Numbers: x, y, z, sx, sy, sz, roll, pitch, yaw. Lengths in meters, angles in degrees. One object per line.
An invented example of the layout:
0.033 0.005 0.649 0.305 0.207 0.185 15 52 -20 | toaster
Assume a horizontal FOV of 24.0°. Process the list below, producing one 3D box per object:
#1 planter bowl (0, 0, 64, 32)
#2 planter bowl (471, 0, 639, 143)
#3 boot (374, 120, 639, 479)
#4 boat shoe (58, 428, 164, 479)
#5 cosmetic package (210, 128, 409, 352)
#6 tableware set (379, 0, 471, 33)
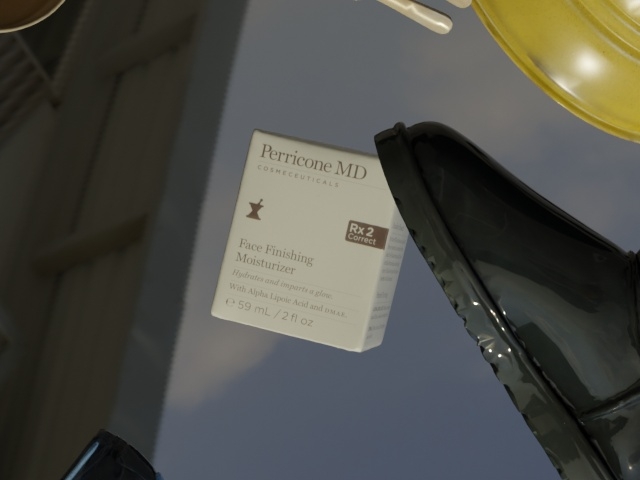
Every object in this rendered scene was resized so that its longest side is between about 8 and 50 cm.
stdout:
-0.265 -0.222 1.083 0.109 0.162 0.162 -4 -146 51 | planter bowl
0.164 -0.162 0.732 0.090 0.217 0.217 -35 -168 48 | planter bowl
0.170 0.002 0.762 0.207 0.246 0.094 -32 -172 8 | boot
-0.235 0.245 1.138 0.258 0.089 0.109 -40 178 -17 | boat shoe
0.000 0.000 1.457 0.151 0.183 0.151 13 -179 10 | cosmetic package
0.002 -0.126 0.463 0.104 0.154 0.024 -55 -163 33 | tableware set
